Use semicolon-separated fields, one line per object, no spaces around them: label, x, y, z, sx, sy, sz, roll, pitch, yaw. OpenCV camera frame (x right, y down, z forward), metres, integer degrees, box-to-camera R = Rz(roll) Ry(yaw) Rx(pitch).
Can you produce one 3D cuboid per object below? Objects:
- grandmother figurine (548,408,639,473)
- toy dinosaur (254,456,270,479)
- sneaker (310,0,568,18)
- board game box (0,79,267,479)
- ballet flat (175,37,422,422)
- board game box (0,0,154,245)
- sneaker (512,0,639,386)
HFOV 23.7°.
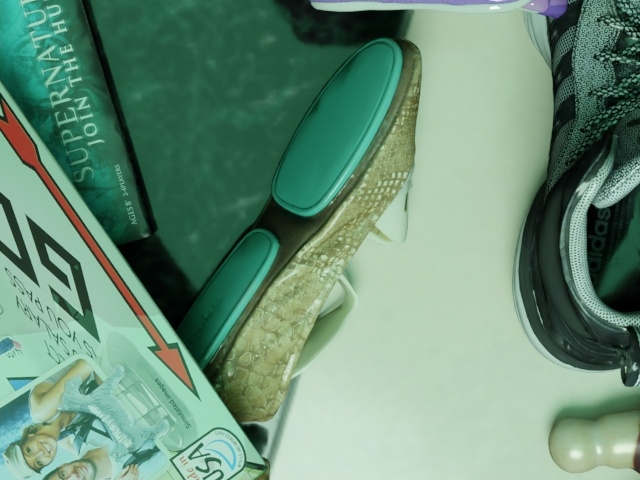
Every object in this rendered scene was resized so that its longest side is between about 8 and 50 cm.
grandmother figurine;0.185;0.169;0.737;0.342;0.104;0.208;-31;81;-2
toy dinosaur;-0.132;0.126;0.723;0.211;0.064;0.112;-19;76;7
sneaker;0.105;-0.183;0.622;0.282;0.102;0.161;-22;100;10
board game box;-0.200;0.032;0.669;0.213;0.046;0.317;-35;87;-12
ballet flat;0.000;0.000;0.739;0.067;0.073;0.206;31;95;-32
board game box;-0.167;-0.074;0.737;0.126;0.026;0.186;-17;94;-1
sneaker;0.150;-0.064;0.688;0.101;0.153;0.269;5;94;-3
